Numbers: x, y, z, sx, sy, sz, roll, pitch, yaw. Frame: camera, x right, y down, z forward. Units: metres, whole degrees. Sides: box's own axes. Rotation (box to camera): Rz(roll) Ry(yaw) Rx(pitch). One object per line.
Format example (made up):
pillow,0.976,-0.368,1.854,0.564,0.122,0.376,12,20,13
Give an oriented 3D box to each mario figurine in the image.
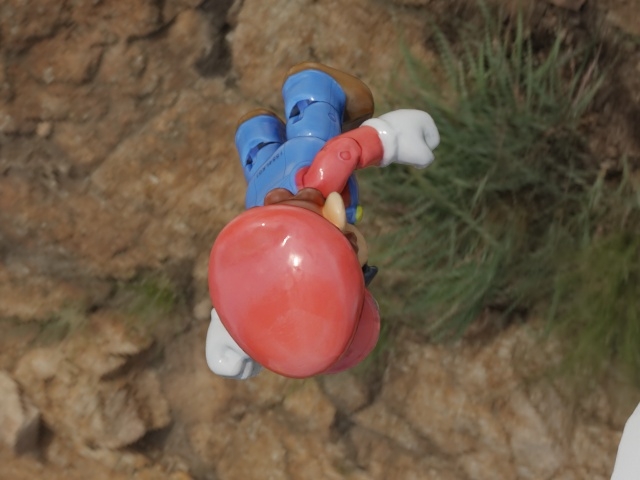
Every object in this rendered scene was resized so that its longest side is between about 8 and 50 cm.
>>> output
mario figurine,0.000,0.000,1.062,0.170,0.320,0.198,7,126,-4

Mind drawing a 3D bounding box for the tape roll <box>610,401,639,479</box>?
tape roll,0.387,0.237,1.154,0.286,0.286,0.100,47,150,-13
